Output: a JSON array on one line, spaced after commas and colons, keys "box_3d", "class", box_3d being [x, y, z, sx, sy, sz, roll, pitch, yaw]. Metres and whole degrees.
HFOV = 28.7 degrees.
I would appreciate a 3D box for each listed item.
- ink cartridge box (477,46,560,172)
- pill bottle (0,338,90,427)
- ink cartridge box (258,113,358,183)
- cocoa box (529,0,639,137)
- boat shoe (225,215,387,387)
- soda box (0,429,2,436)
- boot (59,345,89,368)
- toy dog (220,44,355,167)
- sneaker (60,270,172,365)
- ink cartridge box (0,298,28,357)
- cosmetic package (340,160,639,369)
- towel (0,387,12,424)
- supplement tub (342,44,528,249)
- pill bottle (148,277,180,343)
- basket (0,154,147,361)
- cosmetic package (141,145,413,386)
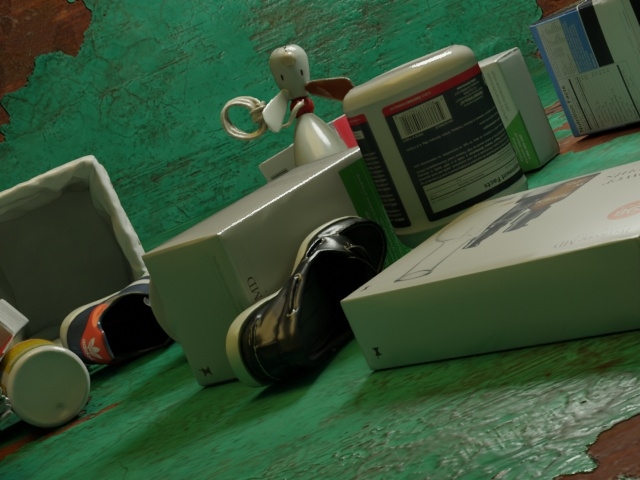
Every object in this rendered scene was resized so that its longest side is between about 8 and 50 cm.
[{"box_3d": [0.251, -0.195, 2.223, 0.278, 0.201, 0.117, -18, 10, 35], "class": "ink cartridge box"}, {"box_3d": [-0.415, 0.206, 1.848, 0.118, 0.117, 0.208, -27, 9, -19], "class": "pill bottle"}, {"box_3d": [0.077, -0.195, 2.497, 0.272, 0.130, 0.309, -28, 5, 35], "class": "ink cartridge box"}, {"box_3d": [0.592, -0.360, 2.219, 0.347, 0.231, 0.228, -29, 9, -31], "class": "cocoa box"}, {"box_3d": [0.018, 0.061, 1.542, 0.113, 0.127, 0.340, -16, 13, 38], "class": "boat shoe"}, {"box_3d": [-0.507, 0.288, 1.786, 0.061, 0.058, 0.181, -25, 9, -2], "class": "soda box"}, {"box_3d": [-0.479, 0.219, 2.100, 0.190, 0.069, 0.086, -19, 7, 17], "class": "boot"}, {"box_3d": [-0.018, -0.196, 2.247, 0.220, 0.333, 0.161, -40, -6, -7], "class": "toy dog"}, {"box_3d": [-0.250, 0.104, 2.060, 0.350, 0.131, 0.148, -35, 20, -30], "class": "sneaker"}, {"box_3d": [-0.582, 0.235, 1.920, 0.296, 0.066, 0.261, -49, 8, 1], "class": "ink cartridge box"}, {"box_3d": [0.248, 0.015, 1.314, 0.377, 0.097, 0.284, -15, 15, 45], "class": "cosmetic package"}, {"box_3d": [-0.565, 0.310, 1.597, 0.317, 0.053, 0.332, -47, 20, -30], "class": "towel"}, {"box_3d": [0.162, -0.106, 1.677, 0.191, 0.272, 0.191, -23, 8, 4], "class": "supplement tub"}, {"box_3d": [-0.119, 0.044, 1.901, 0.161, 0.161, 0.283, -18, 10, 33], "class": "pill bottle"}, {"box_3d": [-0.504, 0.049, 2.391, 0.331, 0.328, 0.266, -25, 4, -5], "class": "basket"}, {"box_3d": [-0.044, 0.025, 1.697, 0.155, 0.197, 0.365, -16, 13, 39], "class": "cosmetic package"}]
